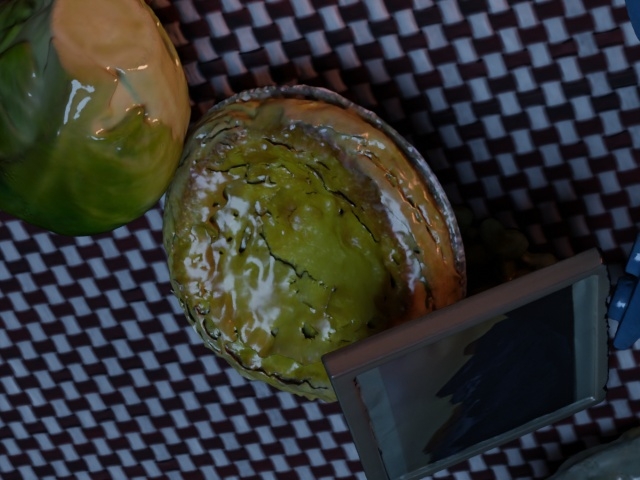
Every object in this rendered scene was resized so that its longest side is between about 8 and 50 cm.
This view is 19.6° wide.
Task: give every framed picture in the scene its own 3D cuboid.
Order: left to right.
[{"bbox_3d":[0.107,0.096,1.258,0.192,0.018,0.265,-23,154,-2],"label":"framed picture"}]

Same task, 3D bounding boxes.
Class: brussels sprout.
[{"bbox_3d":[-0.162,-0.086,1.221,0.143,0.162,0.180,-6,165,-31],"label":"brussels sprout"}]

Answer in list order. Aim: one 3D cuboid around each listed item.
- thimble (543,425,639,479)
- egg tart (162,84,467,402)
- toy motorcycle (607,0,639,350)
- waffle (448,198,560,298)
[{"bbox_3d":[0.271,0.264,1.321,0.291,0.291,0.195,-17,121,23],"label":"thimble"},{"bbox_3d":[0.000,0.000,1.263,0.234,0.094,0.234,14,120,25],"label":"egg tart"},{"bbox_3d":[0.273,-0.061,1.148,0.232,0.172,0.416,19,140,7],"label":"toy motorcycle"},{"bbox_3d":[0.087,0.049,1.338,0.169,0.036,0.183,24,128,-4],"label":"waffle"}]
